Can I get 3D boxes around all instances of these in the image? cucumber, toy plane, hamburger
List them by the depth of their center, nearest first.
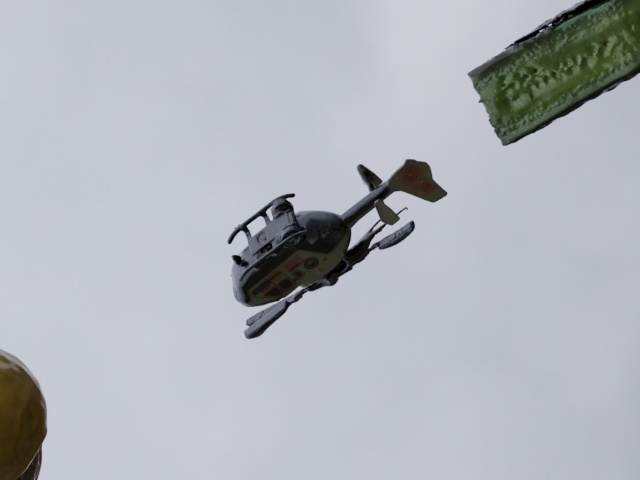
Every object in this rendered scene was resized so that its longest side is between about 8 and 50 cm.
[{"bbox_3d":[0.000,0.000,0.736,0.049,0.121,0.031,41,-160,-36],"label":"toy plane"},{"bbox_3d":[-0.290,0.155,1.275,0.162,0.162,0.115,-54,-16,-37],"label":"hamburger"},{"bbox_3d":[0.224,-0.160,1.332,0.078,0.211,0.062,58,-151,-7],"label":"cucumber"}]
